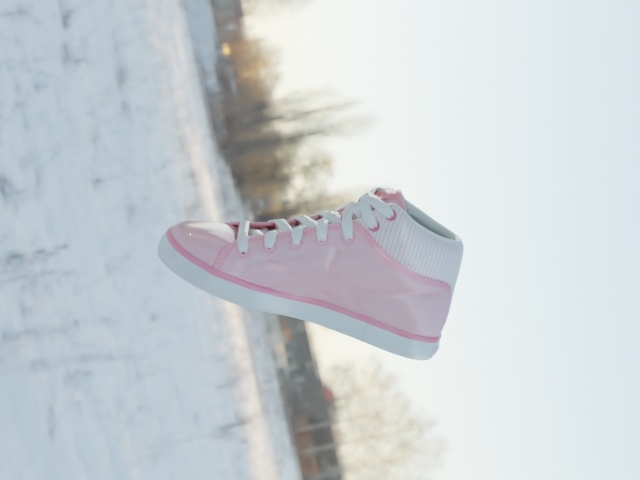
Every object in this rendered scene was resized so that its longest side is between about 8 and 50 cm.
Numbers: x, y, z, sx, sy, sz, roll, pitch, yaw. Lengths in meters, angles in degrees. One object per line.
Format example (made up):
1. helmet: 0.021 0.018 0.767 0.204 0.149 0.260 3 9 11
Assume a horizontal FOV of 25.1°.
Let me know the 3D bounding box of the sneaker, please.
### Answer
1. sneaker: 0.000 0.000 0.634 0.051 0.134 0.070 -90 -160 -71
